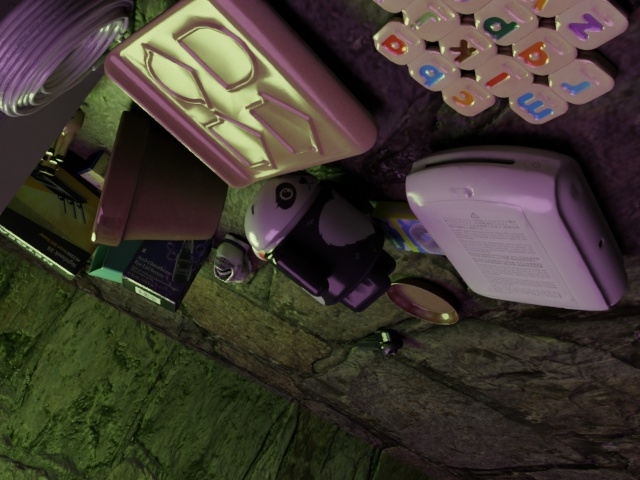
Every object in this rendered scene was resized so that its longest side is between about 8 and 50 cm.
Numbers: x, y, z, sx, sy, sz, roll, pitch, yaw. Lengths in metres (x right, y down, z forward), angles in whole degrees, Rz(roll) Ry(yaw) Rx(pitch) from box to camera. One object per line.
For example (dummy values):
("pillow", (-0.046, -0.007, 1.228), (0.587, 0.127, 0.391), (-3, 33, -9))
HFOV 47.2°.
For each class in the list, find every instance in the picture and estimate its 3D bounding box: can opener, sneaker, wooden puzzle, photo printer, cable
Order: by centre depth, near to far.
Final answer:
("cable", (-0.374, -0.288, 1.045), (0.089, 0.257, 0.257), (45, 150, -11))
("photo printer", (0.283, -0.023, 1.078), (0.256, 0.107, 0.307), (4, 148, 43))
("wooden puzzle", (-0.120, -0.230, 1.108), (0.322, 0.080, 0.348), (42, 147, -28))
("sneaker", (-0.233, 0.067, 1.871), (0.090, 0.095, 0.235), (22, 159, 9))
("can opener", (0.158, 0.272, 1.950), (0.059, 0.073, 0.186), (-7, 174, -24))

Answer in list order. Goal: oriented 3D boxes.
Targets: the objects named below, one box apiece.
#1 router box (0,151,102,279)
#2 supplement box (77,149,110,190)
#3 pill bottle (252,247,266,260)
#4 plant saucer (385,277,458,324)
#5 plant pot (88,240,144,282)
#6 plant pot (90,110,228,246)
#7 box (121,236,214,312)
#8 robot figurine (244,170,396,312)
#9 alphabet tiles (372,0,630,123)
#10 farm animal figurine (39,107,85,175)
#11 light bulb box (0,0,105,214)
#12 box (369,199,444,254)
("router box", (-0.657, -0.092, 1.776), (0.309, 0.243, 0.081), (38, 155, -16))
("supplement box", (-0.513, -0.161, 1.732), (0.083, 0.056, 0.083), (40, 155, -28))
("pill bottle", (-0.037, 0.002, 1.487), (0.193, 0.108, 0.108), (9, 152, 37))
("plant saucer", (0.222, 0.127, 1.578), (0.168, 0.029, 0.168), (22, 158, 10))
("plant pot", (-0.485, 0.046, 2.024), (0.234, 0.165, 0.165), (22, 162, -25))
("plant pot", (-0.307, -0.098, 1.436), (0.229, 0.263, 0.263), (15, 161, -16))
("box", (-0.386, 0.054, 1.861), (0.153, 0.207, 0.108), (27, 158, -2))
("robot figurine", (0.001, 0.000, 1.279), (0.278, 0.173, 0.209), (39, 175, -10))
("alphabet tiles", (0.189, -0.238, 0.827), (0.284, 0.021, 0.278), (33, 157, -15))
("farm animal figurine", (-0.610, -0.256, 1.519), (0.330, 0.172, 0.327), (16, 169, 6))
("light bulb box", (-0.631, -0.271, 1.228), (0.361, 0.358, 0.225), (17, 154, 20))
("box", (0.173, -0.022, 1.289), (0.178, 0.042, 0.109), (6, 149, 40))
